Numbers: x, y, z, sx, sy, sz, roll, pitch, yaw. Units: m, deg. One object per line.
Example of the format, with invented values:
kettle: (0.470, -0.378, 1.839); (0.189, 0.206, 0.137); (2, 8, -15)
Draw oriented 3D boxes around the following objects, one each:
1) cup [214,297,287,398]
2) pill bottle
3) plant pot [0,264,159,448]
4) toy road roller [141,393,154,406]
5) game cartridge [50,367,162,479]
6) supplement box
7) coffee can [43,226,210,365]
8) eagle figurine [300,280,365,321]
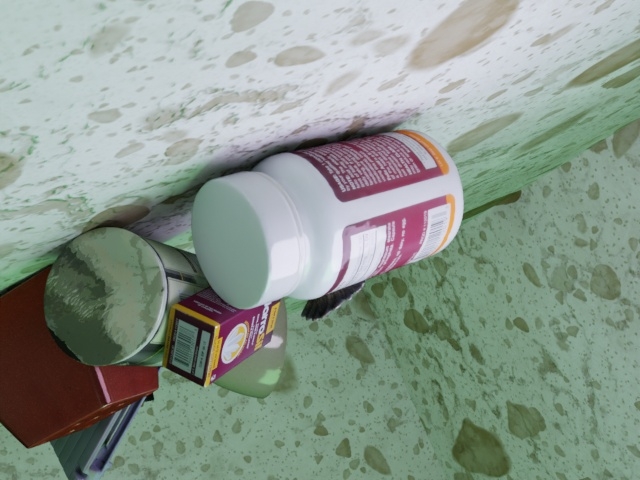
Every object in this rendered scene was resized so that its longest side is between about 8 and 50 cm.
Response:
cup: (-0.261, 0.267, 2.145); (0.237, 0.331, 0.331); (9, 157, -23)
pill bottle: (0.016, -0.037, 1.181); (0.392, 0.224, 0.224); (-16, 169, -39)
plant pot: (-0.436, 0.204, 1.339); (0.267, 0.236, 0.267); (-30, 171, 13)
toy road roller: (-0.631, 0.399, 2.197); (0.240, 0.203, 0.329); (-13, 172, -2)
game cartridge: (-0.417, 0.285, 1.524); (0.068, 0.230, 0.355); (28, 92, -34)
supplement box: (-0.143, 0.127, 1.149); (0.188, 0.080, 0.104); (-28, 136, -59)
coffee can: (-0.268, 0.101, 1.218); (0.201, 0.202, 0.275); (-26, 163, 13)
eagle figurine: (0.001, 0.011, 1.415); (0.226, 0.225, 0.298); (-16, -178, 24)
